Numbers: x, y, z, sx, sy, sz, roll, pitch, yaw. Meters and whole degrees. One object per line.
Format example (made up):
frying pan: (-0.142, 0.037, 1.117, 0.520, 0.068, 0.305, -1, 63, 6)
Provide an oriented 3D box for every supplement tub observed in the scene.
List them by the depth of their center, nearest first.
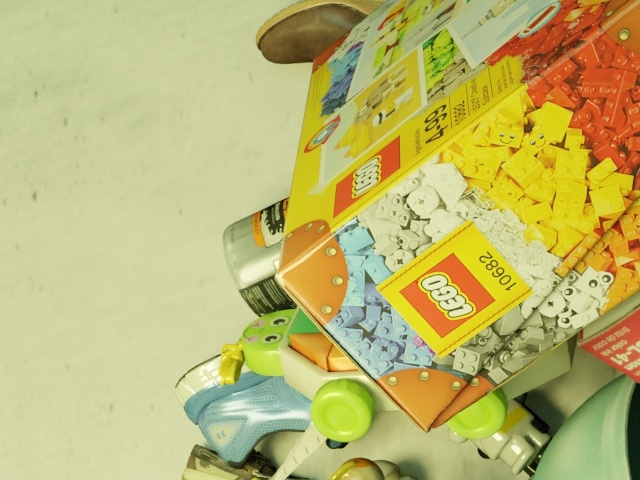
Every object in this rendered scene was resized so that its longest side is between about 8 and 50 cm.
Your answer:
supplement tub: (0.000, 0.000, 1.729, 0.190, 0.117, 0.117, -25, 67, 13)

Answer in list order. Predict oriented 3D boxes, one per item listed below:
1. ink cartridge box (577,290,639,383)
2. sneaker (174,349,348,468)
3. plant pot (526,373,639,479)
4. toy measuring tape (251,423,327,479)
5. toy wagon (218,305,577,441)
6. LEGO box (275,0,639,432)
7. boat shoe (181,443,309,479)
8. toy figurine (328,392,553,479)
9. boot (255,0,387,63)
ink cartridge box: (0.395, 0.058, 1.410, 0.131, 0.306, 0.226, -41, 22, 46)
sneaker: (0.020, 0.136, 1.691, 0.330, 0.130, 0.147, -27, 89, 4)
plant pot: (0.300, 0.265, 1.462, 0.196, 0.293, 0.293, -31, 62, 41)
toy measuring tape: (-0.035, 0.297, 1.639, 0.330, 0.121, 0.121, -47, 62, 20)
toy wagon: (0.064, 0.088, 1.490, 0.344, 0.267, 0.068, -3, 115, 16)
LEGO box: (0.175, -0.118, 1.397, 0.372, 0.500, 0.193, -37, 108, 18)
boat shoe: (-0.080, 0.247, 1.723, 0.152, 0.056, 0.049, 4, 82, 23)
toy figurine: (0.118, 0.215, 1.565, 0.148, 0.209, 0.213, 42, 92, 18)
boot: (0.047, -0.169, 1.773, 0.248, 0.090, 0.206, -8, 70, 16)
